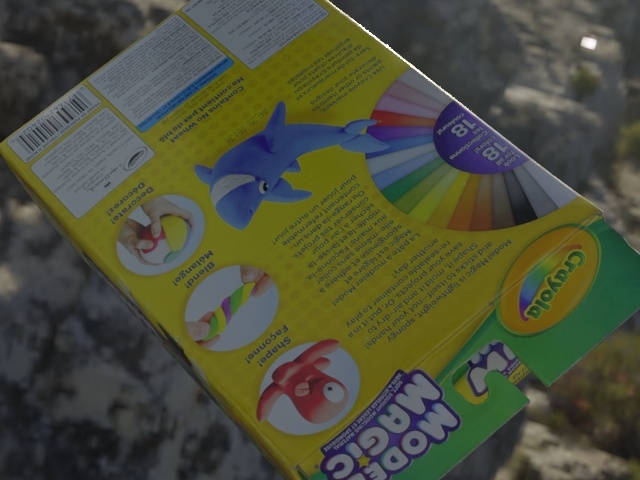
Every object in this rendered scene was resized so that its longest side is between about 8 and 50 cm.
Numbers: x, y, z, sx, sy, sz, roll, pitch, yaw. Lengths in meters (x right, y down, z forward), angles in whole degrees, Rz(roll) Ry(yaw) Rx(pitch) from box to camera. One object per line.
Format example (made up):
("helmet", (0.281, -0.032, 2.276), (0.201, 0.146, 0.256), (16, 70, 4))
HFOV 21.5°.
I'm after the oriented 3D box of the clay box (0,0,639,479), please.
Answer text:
("clay box", (0.000, 0.000, 0.573), (0.127, 0.053, 0.222), (-39, 53, -10))
